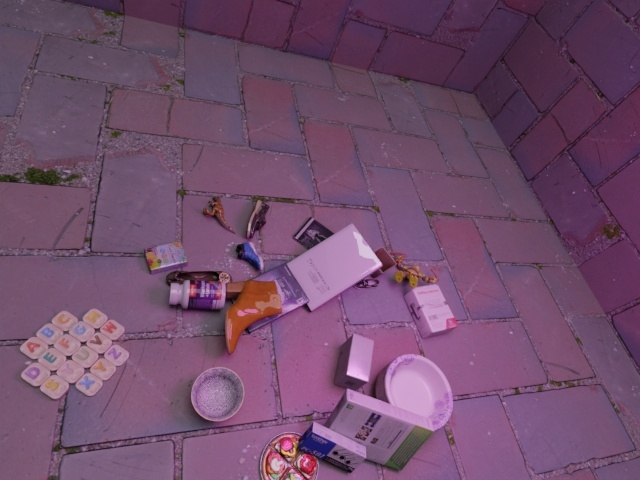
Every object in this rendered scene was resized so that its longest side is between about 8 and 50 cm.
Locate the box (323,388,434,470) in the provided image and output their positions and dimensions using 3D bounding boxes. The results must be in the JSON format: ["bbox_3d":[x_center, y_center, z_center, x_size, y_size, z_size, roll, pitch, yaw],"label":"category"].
[{"bbox_3d":[0.187,0.651,1.374,0.322,0.232,0.058,23,25,-6],"label":"box"}]

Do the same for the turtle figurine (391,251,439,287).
[{"bbox_3d":[0.423,0.153,1.920,0.270,0.087,0.217,34,25,18],"label":"turtle figurine"}]

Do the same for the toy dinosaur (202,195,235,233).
[{"bbox_3d":[-0.449,-0.123,1.767,0.112,0.064,0.211,-8,60,-30],"label":"toy dinosaur"}]

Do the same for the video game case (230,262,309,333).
[{"bbox_3d":[-0.209,0.225,1.617,0.274,0.026,0.196,-24,68,-26],"label":"video game case"}]

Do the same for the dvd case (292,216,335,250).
[{"bbox_3d":[0.000,0.000,1.905,0.221,0.018,0.164,36,51,3],"label":"dvd case"}]

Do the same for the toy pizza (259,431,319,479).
[{"bbox_3d":[-0.097,0.733,1.316,0.201,0.032,0.201,12,52,-16],"label":"toy pizza"}]

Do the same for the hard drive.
[{"bbox_3d":[0.052,0.111,1.718,0.353,0.047,0.233,-32,70,-5],"label":"hard drive"}]

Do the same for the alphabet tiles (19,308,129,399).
[{"bbox_3d":[-0.785,0.357,1.296,0.278,0.021,0.284,33,50,2],"label":"alphabet tiles"}]

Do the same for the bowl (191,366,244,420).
[{"bbox_3d":[-0.345,0.516,1.334,0.170,0.080,0.170,12,52,-16],"label":"bowl"}]

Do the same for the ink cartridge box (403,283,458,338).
[{"bbox_3d":[0.502,0.321,1.843,0.159,0.092,0.217,-4,60,-27],"label":"ink cartridge box"}]

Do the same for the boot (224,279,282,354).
[{"bbox_3d":[-0.248,0.276,1.501,0.211,0.104,0.295,2,56,-12],"label":"boot"}]

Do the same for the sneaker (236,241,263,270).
[{"bbox_3d":[-0.303,0.072,1.690,0.085,0.058,0.152,-9,56,-36],"label":"sneaker"}]

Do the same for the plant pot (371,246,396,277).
[{"bbox_3d":[0.269,0.114,1.889,0.109,0.096,0.109,-26,70,-36],"label":"plant pot"}]

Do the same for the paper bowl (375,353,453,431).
[{"bbox_3d":[0.345,0.592,1.538,0.285,0.148,0.284,12,53,-16],"label":"paper bowl"}]

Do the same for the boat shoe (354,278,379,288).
[{"bbox_3d":[0.211,0.196,1.840,0.125,0.038,0.046,5,54,-21],"label":"boat shoe"}]

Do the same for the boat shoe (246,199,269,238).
[{"bbox_3d":[-0.279,-0.095,1.811,0.074,0.080,0.223,16,47,-6],"label":"boat shoe"}]

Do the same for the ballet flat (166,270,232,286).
[{"bbox_3d":[-0.467,0.147,1.564,0.250,0.058,0.084,5,55,-20],"label":"ballet flat"}]

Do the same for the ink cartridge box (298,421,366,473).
[{"bbox_3d":[0.040,0.694,1.346,0.207,0.097,0.046,29,23,-8],"label":"ink cartridge box"}]

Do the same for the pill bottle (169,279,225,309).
[{"bbox_3d":[-0.457,0.201,1.496,0.194,0.108,0.108,5,54,-21],"label":"pill bottle"}]

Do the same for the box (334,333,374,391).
[{"bbox_3d":[0.130,0.468,1.546,0.091,0.130,0.170,22,51,-7],"label":"box"}]

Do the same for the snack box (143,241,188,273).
[{"bbox_3d":[-0.605,0.066,1.576,0.141,0.037,0.100,-13,63,-31],"label":"snack box"}]
